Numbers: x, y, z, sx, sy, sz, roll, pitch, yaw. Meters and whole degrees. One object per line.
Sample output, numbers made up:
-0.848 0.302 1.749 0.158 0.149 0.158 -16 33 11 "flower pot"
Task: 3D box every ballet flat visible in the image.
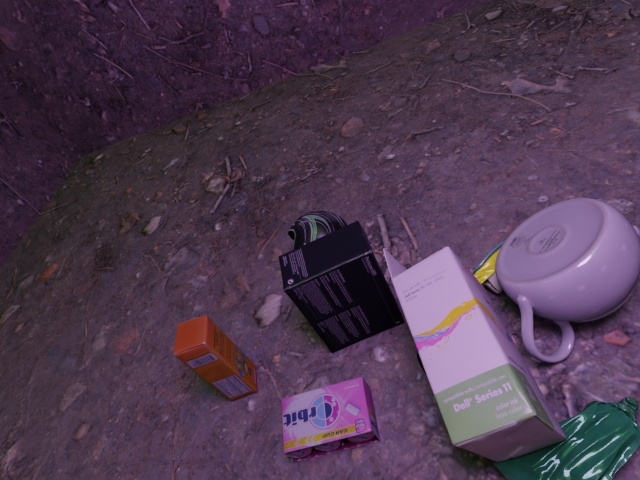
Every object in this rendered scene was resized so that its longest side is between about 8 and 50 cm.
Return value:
0.340 0.099 0.882 0.231 0.077 0.077 -39 61 -4 "ballet flat"

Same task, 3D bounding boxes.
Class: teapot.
0.470 0.063 0.764 0.256 0.187 0.252 -39 15 30 "teapot"

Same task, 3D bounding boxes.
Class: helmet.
0.000 0.000 1.090 0.169 0.169 0.162 -15 60 16 "helmet"

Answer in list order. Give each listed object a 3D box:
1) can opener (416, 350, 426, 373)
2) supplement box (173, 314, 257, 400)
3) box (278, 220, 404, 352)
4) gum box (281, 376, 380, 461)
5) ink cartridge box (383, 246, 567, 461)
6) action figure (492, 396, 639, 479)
0.257 0.263 0.786 0.059 0.073 0.186 -2 37 -29 "can opener"
-0.223 0.264 0.908 0.080 0.233 0.078 -20 43 6 "supplement box"
0.052 0.108 0.882 0.184 0.261 0.103 -22 43 8 "box"
0.012 0.355 0.817 0.188 0.062 0.107 -19 43 11 "gum box"
0.242 0.156 0.694 0.119 0.207 0.353 -33 45 20 "ink cartridge box"
0.403 0.324 0.631 0.232 0.063 0.137 -40 41 -5 "action figure"
